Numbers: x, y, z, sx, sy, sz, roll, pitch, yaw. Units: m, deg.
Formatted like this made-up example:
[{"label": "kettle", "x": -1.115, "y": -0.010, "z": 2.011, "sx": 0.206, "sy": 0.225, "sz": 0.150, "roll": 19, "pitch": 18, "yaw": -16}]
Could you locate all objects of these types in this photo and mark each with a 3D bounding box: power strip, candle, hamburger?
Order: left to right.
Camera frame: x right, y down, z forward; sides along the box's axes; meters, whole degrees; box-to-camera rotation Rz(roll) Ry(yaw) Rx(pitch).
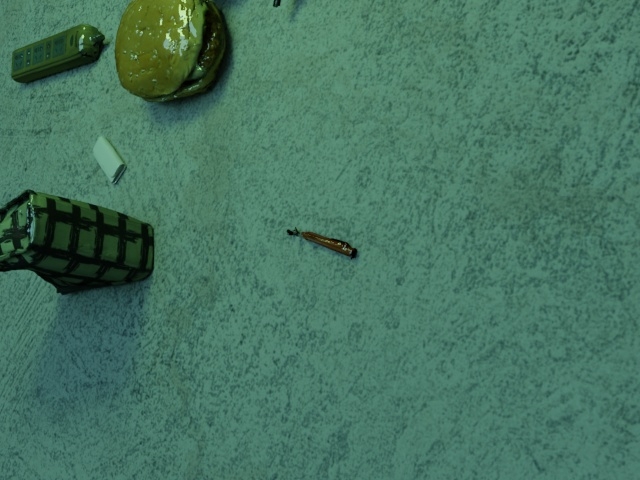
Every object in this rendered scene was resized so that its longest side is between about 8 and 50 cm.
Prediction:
[{"label": "power strip", "x": -0.701, "y": -0.498, "z": 2.192, "sx": 0.387, "sy": 0.066, "sz": 0.092, "roll": -5, "pitch": 80, "yaw": 37}, {"label": "hamburger", "x": -0.341, "y": -0.443, "z": 1.848, "sx": 0.283, "sy": 0.144, "sz": 0.260, "roll": -10, "pitch": 72, "yaw": 31}, {"label": "candle", "x": 0.001, "y": -0.001, "z": 1.562, "sx": 0.167, "sy": 0.021, "sz": 0.026, "roll": 20, "pitch": 114, "yaw": 38}]

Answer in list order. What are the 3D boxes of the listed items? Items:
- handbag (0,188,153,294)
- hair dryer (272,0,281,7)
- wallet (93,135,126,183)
[{"label": "handbag", "x": -0.596, "y": 0.021, "z": 1.832, "sx": 0.327, "sy": 0.325, "sz": 0.163, "roll": -14, "pitch": 70, "yaw": 35}, {"label": "hair dryer", "x": -0.083, "y": -0.603, "z": 1.674, "sx": 0.195, "sy": 0.078, "sz": 0.248, "roll": 26, "pitch": 107, "yaw": 36}, {"label": "wallet", "x": -0.517, "y": -0.197, "z": 2.009, "sx": 0.122, "sy": 0.025, "sz": 0.061, "roll": 50, "pitch": 118, "yaw": 33}]
